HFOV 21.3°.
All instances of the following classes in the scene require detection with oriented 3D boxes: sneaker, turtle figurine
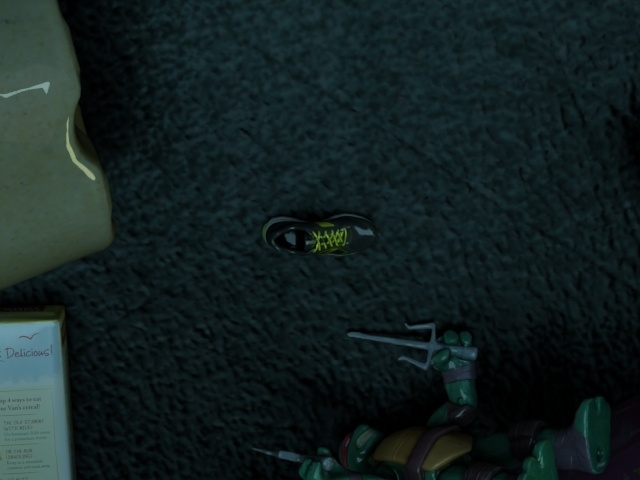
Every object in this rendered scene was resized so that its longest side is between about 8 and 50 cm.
[{"bbox_3d":[0.000,0.000,1.223,0.083,0.035,0.031,-3,106,-1],"label":"sneaker"},{"bbox_3d":[0.079,0.144,1.214,0.234,0.175,0.118,2,131,38],"label":"turtle figurine"}]

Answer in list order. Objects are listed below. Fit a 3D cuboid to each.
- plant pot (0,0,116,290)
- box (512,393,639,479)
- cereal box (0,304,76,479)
[{"bbox_3d":[-0.296,-0.063,1.037,0.305,0.334,0.334,-14,105,-8],"label":"plant pot"},{"bbox_3d":[0.274,0.184,1.186,0.243,0.213,0.117,-25,103,6],"label":"box"},{"bbox_3d":[-0.267,0.167,1.254,0.173,0.047,0.240,-1,104,-1],"label":"cereal box"}]
